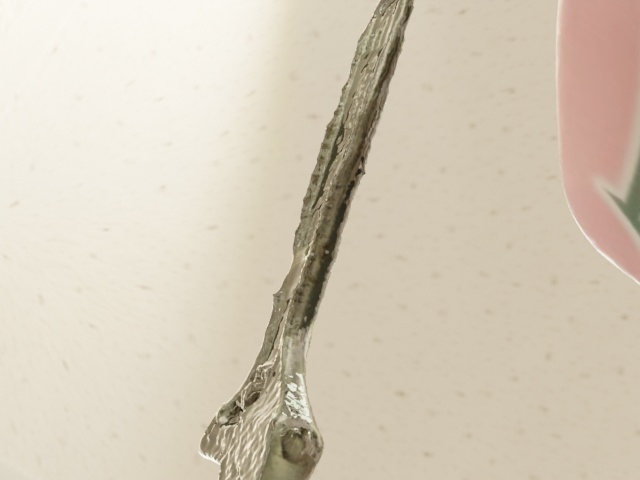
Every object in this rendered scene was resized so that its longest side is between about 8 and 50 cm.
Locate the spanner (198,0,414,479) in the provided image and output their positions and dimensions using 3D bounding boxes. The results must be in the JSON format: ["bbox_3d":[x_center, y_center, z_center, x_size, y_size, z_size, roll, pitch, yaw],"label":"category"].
[{"bbox_3d":[0.000,0.000,0.756,0.026,0.093,0.325,28,-122,-18],"label":"spanner"}]

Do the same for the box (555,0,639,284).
[{"bbox_3d":[0.247,-0.134,0.573,0.370,0.190,0.112,-34,-124,-25],"label":"box"}]
